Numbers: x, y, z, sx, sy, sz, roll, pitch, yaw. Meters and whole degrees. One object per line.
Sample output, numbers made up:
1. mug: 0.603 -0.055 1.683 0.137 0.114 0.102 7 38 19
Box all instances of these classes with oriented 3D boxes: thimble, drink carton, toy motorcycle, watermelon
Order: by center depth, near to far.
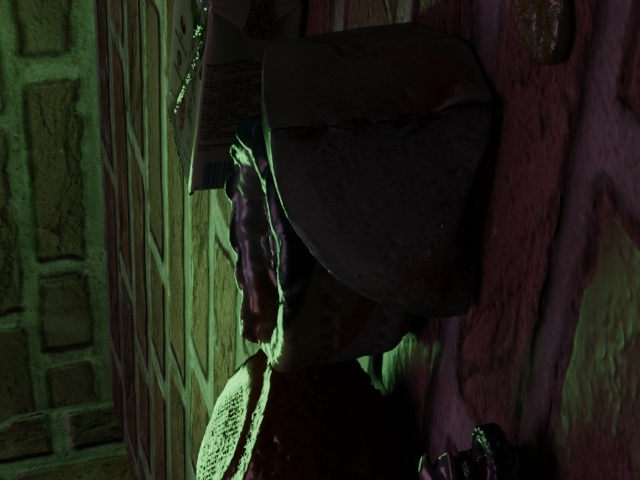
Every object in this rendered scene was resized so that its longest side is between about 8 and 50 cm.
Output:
1. toy motorcycle: 0.141 0.246 1.370 0.229 0.094 0.130 110 148 -70
2. watermelon: 0.084 -0.102 1.389 0.320 0.213 0.290 48 -140 -27
3. thimble: 0.000 0.000 1.619 0.254 0.167 0.288 -116 24 -50
4. drink carton: -0.117 -0.238 1.995 0.325 0.132 0.194 100 158 -46

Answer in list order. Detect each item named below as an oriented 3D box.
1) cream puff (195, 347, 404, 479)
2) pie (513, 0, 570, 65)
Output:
1. cream puff: -0.019 0.260 1.735 0.303 0.212 0.303 -60 15 28
2. pie: 0.171 -0.174 1.172 0.085 0.017 0.085 172 90 -74
